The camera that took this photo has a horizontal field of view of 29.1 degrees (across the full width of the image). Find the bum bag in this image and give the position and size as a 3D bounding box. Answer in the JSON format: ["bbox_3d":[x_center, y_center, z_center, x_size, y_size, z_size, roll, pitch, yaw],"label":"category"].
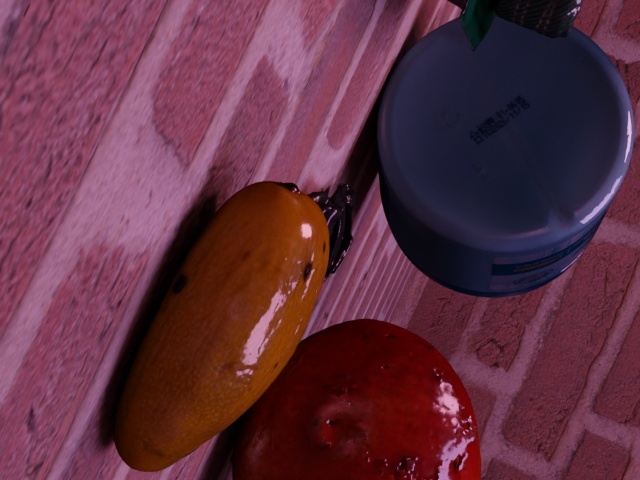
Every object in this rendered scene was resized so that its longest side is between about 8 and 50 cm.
[{"bbox_3d":[0.000,0.000,1.403,0.248,0.060,0.123,-33,146,-76],"label":"bum bag"}]

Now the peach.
[{"bbox_3d":[0.057,0.285,1.614,0.370,0.370,0.370,24,90,-82],"label":"peach"}]

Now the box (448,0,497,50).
[{"bbox_3d":[0.167,-0.353,1.298,0.337,0.106,0.264,-12,126,-81],"label":"box"}]

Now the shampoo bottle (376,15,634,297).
[{"bbox_3d":[0.242,-0.110,1.691,0.331,0.331,0.342,-64,170,-9],"label":"shampoo bottle"}]

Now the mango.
[{"bbox_3d":[-0.075,0.074,0.972,0.262,0.109,0.157,-64,176,3],"label":"mango"}]

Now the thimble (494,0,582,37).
[{"bbox_3d":[0.253,-0.286,1.358,0.118,0.090,0.135,-62,174,-5],"label":"thimble"}]
